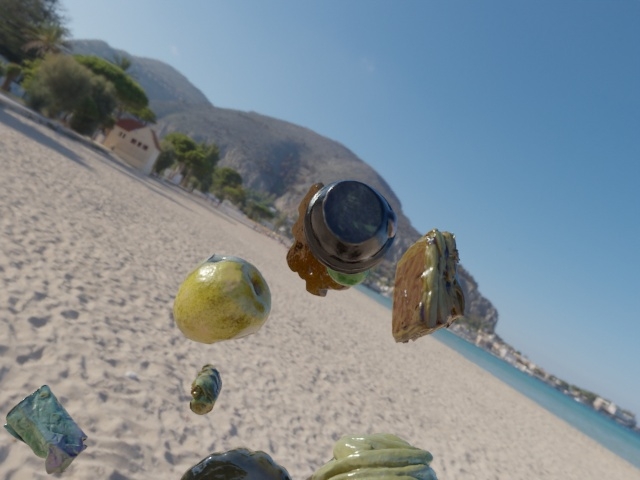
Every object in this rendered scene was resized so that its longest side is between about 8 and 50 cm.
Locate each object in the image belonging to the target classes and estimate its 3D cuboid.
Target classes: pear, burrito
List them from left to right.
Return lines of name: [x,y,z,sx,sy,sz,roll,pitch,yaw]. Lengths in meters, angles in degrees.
burrito: [-0.747,0.520,1.402,0.228,0.144,0.089,38,-39,13]
pear: [-0.274,0.174,1.417,0.271,0.271,0.271,28,-2,1]

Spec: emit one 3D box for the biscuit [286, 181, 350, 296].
biscuit: [0.001,0.000,1.323,0.043,0.302,0.278,-8,20,-35]

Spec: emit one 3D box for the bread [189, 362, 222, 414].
bread: [-0.388,0.516,1.769,0.087,0.128,0.232,-6,4,1]

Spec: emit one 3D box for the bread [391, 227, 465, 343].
bread: [0.341,0.156,1.589,0.166,0.325,0.277,15,-24,-11]

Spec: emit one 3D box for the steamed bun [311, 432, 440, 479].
steamed bun: [0.171,0.577,1.164,0.372,0.231,0.324,10,-12,47]

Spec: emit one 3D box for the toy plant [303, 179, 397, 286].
toy plant: [0.054,-0.027,0.989,0.175,0.218,0.235,0,-15,-2]

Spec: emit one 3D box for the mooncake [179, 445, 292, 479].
mooncake: [-0.174,0.581,1.055,0.290,0.290,0.161,28,-17,12]

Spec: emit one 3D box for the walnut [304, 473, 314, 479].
walnut: [0.029,0.732,1.372,0.195,0.196,0.221,29,-13,-31]
